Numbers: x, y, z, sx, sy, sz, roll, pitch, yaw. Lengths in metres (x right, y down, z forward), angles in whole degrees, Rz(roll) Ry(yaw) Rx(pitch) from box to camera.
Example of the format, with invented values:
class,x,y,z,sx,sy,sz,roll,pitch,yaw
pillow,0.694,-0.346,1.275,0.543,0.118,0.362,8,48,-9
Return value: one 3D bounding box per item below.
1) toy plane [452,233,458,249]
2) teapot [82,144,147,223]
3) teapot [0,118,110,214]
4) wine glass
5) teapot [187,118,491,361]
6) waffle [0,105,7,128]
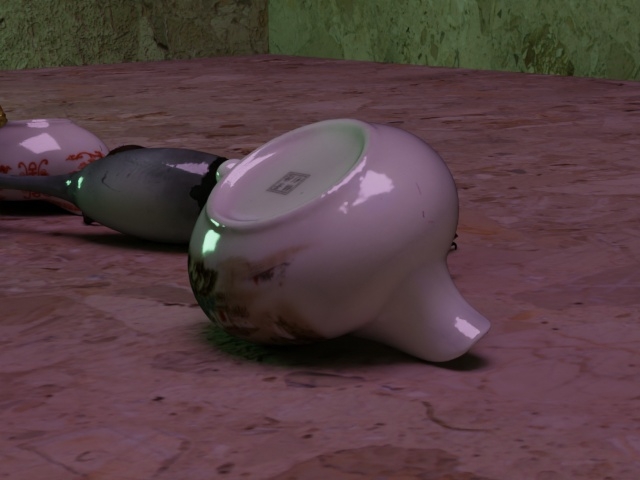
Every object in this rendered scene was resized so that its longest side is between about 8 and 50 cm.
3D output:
class,x,y,z,sx,sy,sz,roll,pitch,yaw
toy plane,0.074,-0.007,1.142,0.130,0.061,0.189,7,14,34
teapot,-0.200,-0.054,1.366,0.121,0.076,0.068,-31,31,-11
teapot,-0.326,-0.085,1.474,0.159,0.116,0.245,-25,19,-38
wine glass,-0.220,-0.132,1.302,0.309,0.264,0.096,5,-14,23
teapot,0.000,0.000,0.946,0.204,0.139,0.298,-39,29,-16
waffle,-0.603,-0.156,1.874,0.302,0.068,0.325,-11,18,-40
